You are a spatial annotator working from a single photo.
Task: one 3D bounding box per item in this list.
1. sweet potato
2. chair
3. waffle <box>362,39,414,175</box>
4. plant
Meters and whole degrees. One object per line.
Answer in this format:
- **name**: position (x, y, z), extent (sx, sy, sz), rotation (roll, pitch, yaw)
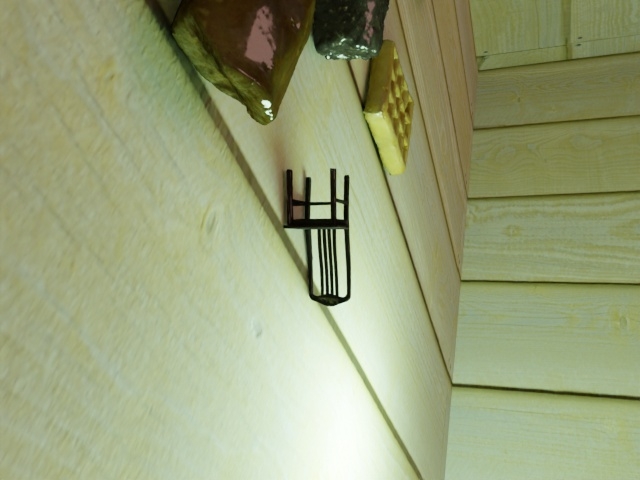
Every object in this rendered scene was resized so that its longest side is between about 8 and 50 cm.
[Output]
- **sweet potato**: position (-0.070, -0.298, 0.652), extent (0.158, 0.158, 0.369), rotation (51, 43, -57)
- **chair**: position (0.000, 0.000, 0.907), extent (0.101, 0.084, 0.212), rotation (4, 85, -72)
- **waffle**: position (0.167, -0.309, 1.383), extent (0.248, 0.055, 0.221), rotation (55, 39, -55)
- **plant**: position (0.050, -0.411, 0.991), extent (0.129, 0.132, 0.194), rotation (-23, 114, -70)
